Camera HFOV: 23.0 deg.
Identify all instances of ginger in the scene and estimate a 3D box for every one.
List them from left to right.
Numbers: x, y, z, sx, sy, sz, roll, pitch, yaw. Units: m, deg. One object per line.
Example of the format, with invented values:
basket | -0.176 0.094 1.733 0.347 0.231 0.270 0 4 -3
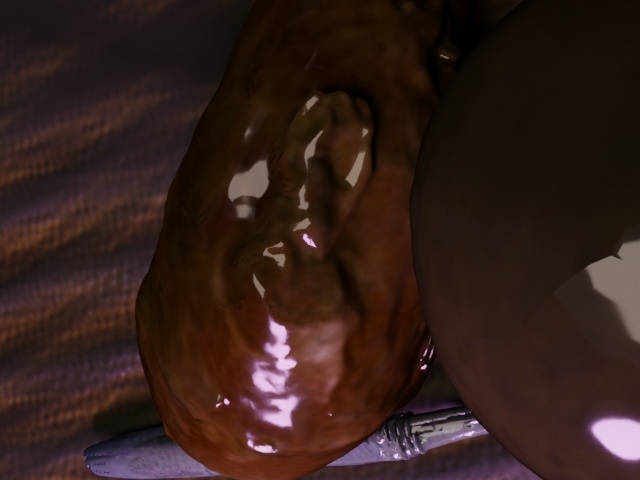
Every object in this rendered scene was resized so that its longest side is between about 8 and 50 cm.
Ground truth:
ginger | 0.000 0.000 0.803 0.165 0.172 0.321 11 119 -15

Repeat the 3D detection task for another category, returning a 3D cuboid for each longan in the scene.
longan | 0.164 0.002 0.652 0.258 0.258 0.258 13 115 29

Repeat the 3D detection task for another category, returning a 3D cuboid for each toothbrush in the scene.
toothbrush | 0.007 0.117 0.921 0.413 0.042 0.035 -11 103 38
